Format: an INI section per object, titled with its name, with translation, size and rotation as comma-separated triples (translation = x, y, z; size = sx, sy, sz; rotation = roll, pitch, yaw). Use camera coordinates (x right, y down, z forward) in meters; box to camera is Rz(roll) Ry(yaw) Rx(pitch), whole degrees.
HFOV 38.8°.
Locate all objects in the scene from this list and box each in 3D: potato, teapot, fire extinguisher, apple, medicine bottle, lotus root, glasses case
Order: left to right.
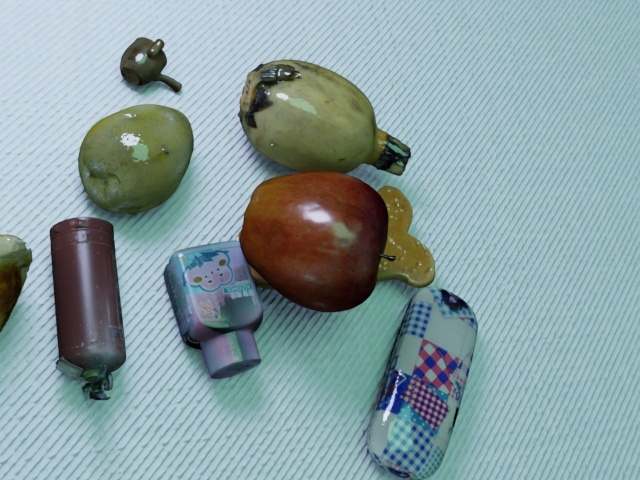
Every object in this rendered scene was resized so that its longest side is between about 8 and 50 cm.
[fire extinguisher]
translation = -0.325, 0.103, 1.275
size = 0.104, 0.105, 0.269
rotation = 0, 65, -23
[potato]
translation = -0.273, -0.131, 1.403
size = 0.157, 0.157, 0.194
rotation = 46, 44, 3
[teapot]
translation = -0.275, -0.285, 1.509
size = 0.110, 0.085, 0.080
rotation = 45, 56, -21
[medicine bottle]
translation = -0.154, 0.105, 1.353
size = 0.119, 0.094, 0.188
rotation = -10, 70, -27
[apple]
translation = 0.001, 0.000, 1.352
size = 0.233, 0.234, 0.234
rotation = 10, 62, -19
[lotus root]
translation = 0.010, -0.193, 1.530
size = 0.309, 0.183, 0.183
rotation = 20, 59, -16
[glasses case]
translation = 0.165, 0.221, 1.444
size = 0.125, 0.076, 0.328
rotation = 27, 57, -7

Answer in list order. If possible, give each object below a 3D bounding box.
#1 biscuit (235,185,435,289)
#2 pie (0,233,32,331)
[biscuit]
translation = 0.015, 0.010, 1.502
size = 0.339, 0.047, 0.216
rotation = -12, 68, -23
[pie]
translation = -0.454, 0.080, 1.188
size = 0.084, 0.179, 0.205
rotation = 31, 64, 0
